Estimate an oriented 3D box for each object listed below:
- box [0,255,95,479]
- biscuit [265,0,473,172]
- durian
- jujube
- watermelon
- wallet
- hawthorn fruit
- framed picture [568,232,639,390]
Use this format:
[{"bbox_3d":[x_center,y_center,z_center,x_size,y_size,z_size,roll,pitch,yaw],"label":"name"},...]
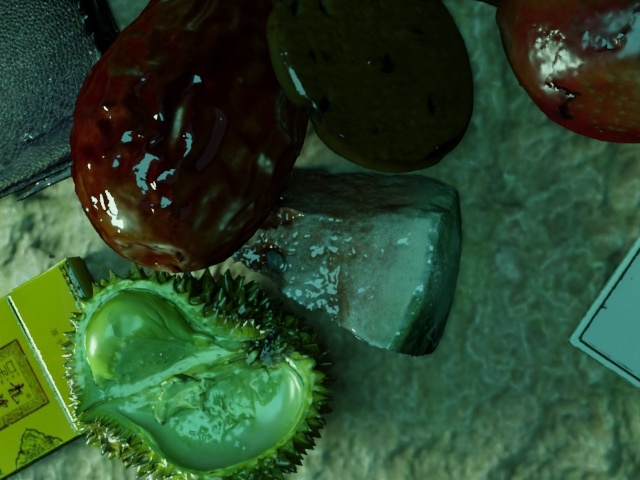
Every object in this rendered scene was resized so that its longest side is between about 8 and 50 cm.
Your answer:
[{"bbox_3d":[-0.313,0.148,1.302,0.279,0.041,0.153,-30,84,15],"label":"box"},{"bbox_3d":[0.044,-0.152,1.114,0.036,0.212,0.212,-28,85,47],"label":"biscuit"},{"bbox_3d":[-0.100,0.125,1.169,0.237,0.176,0.200,21,93,14],"label":"durian"},{"bbox_3d":[-0.102,-0.114,1.127,0.197,0.197,0.290,9,63,15],"label":"jujube"},{"bbox_3d":[0.000,0.000,1.191,0.241,0.094,0.154,15,91,17],"label":"watermelon"},{"bbox_3d":[-0.296,-0.172,1.270,0.221,0.071,0.262,-24,84,20],"label":"wallet"},{"bbox_3d":[0.223,-0.169,1.080,0.235,0.181,0.181,13,97,31],"label":"hawthorn fruit"},{"bbox_3d":[0.325,0.043,1.133,0.150,0.015,0.203,33,101,11],"label":"framed picture"}]
